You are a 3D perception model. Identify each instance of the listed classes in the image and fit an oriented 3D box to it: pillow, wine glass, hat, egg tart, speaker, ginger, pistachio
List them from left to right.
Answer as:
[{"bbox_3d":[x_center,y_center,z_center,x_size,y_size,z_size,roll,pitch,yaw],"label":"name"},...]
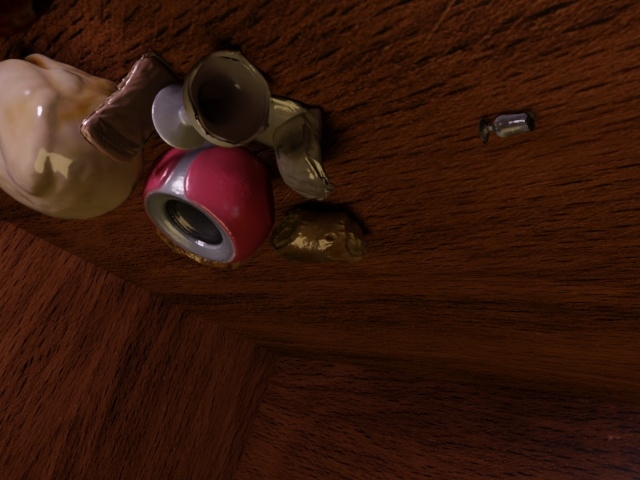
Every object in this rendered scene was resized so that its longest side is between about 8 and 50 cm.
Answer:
[{"bbox_3d":[-0.562,-0.213,1.278,0.446,0.281,0.365,-9,116,32],"label":"pistachio"},{"bbox_3d":[-0.348,-0.246,1.130,0.034,0.211,0.135,41,176,35],"label":"pillow"},{"bbox_3d":[-0.368,-0.011,1.849,0.291,0.115,0.290,19,159,8],"label":"egg tart"},{"bbox_3d":[-0.205,-0.240,1.067,0.165,0.164,0.197,35,160,-35],"label":"wine glass"},{"bbox_3d":[-0.249,-0.089,1.323,0.295,0.294,0.294,17,159,7],"label":"speaker"},{"bbox_3d":[-0.085,-0.172,1.172,0.245,0.149,0.214,6,158,6],"label":"hat"},{"bbox_3d":[0.000,0.000,1.528,0.221,0.130,0.276,17,167,-20],"label":"ginger"},{"bbox_3d":[0.293,-0.177,0.935,0.083,0.042,0.039,-2,180,40],"label":"wine glass"}]

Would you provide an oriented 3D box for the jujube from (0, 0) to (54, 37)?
[{"bbox_3d":[-0.488,-0.416,0.732,0.277,0.276,0.377,13,157,18],"label":"jujube"}]
